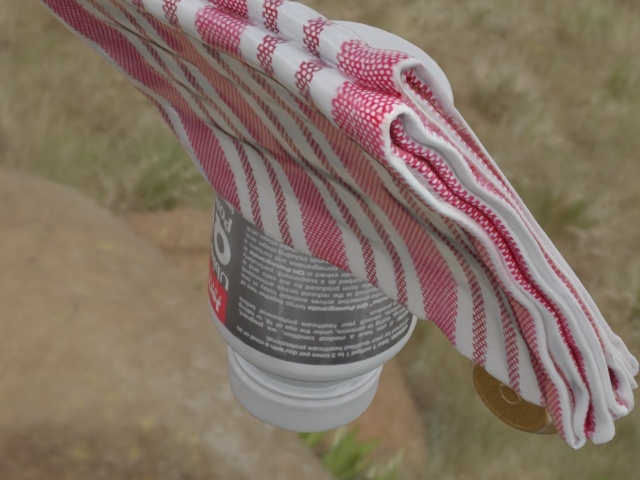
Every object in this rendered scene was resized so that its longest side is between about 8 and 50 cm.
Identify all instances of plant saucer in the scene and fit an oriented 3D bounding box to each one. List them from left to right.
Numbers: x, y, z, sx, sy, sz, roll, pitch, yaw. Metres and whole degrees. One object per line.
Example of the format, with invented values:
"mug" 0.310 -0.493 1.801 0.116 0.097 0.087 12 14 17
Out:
"plant saucer" 0.127 0.096 1.160 0.083 0.083 0.015 31 53 28

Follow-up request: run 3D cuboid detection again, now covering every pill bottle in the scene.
"pill bottle" 0.000 0.000 1.425 0.176 0.318 0.176 4 41 -3

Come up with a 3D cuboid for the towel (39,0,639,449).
"towel" -0.012 -0.025 0.476 0.197 0.029 0.144 30 -13 44
